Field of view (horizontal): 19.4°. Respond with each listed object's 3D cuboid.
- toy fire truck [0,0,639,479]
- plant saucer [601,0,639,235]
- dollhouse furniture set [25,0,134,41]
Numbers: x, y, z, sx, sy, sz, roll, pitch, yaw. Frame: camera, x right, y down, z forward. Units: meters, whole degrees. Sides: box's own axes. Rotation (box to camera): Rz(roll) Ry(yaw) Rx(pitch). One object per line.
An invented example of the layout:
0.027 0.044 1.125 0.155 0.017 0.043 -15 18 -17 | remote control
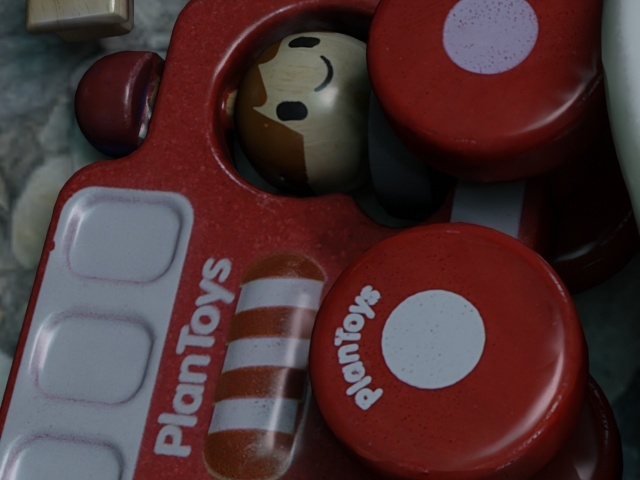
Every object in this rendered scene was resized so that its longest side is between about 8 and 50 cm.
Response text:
0.000 0.000 0.778 0.254 0.169 0.302 5 70 16 | toy fire truck
0.254 0.015 0.722 0.401 0.100 0.400 17 51 -23 | plant saucer
-0.045 -0.246 0.778 0.356 0.174 0.303 -6 70 13 | dollhouse furniture set
